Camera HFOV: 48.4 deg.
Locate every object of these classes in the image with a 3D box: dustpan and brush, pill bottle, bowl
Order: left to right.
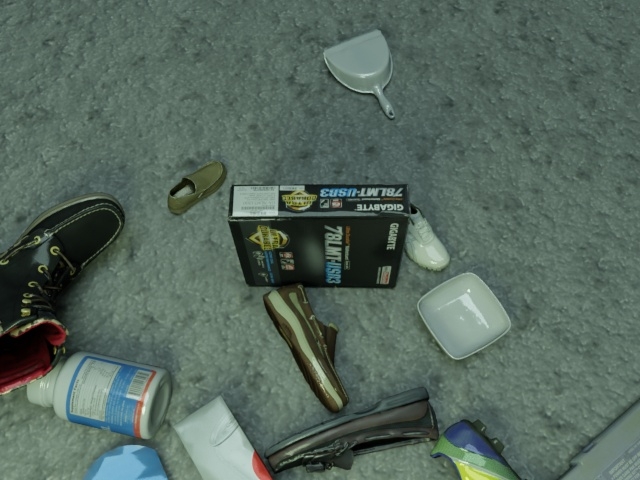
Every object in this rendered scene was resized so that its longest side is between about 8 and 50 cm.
[{"bbox_3d":[-0.382,0.261,1.234,0.221,0.124,0.124,11,65,7],"label":"pill bottle"},{"bbox_3d":[0.112,-0.357,1.567,0.147,0.060,0.211,-23,59,-8],"label":"dustpan and brush"},{"bbox_3d":[0.262,0.144,1.318,0.142,0.053,0.142,-28,67,-11],"label":"bowl"}]

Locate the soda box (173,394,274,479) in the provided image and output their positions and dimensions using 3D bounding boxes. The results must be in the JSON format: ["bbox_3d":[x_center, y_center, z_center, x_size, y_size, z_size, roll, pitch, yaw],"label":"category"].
[{"bbox_3d":[-0.129,0.406,1.177,0.098,0.091,0.286,-31,68,-13],"label":"soda box"}]

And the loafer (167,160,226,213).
[{"bbox_3d":[-0.251,-0.113,1.451,0.056,0.050,0.148,38,71,17],"label":"loafer"}]

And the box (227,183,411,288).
[{"bbox_3d":[0.000,0.000,1.258,0.293,0.295,0.073,2,64,1],"label":"box"}]

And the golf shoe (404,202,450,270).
[{"bbox_3d":[0.186,-0.018,1.380,0.069,0.086,0.176,-36,70,-17],"label":"golf shoe"}]

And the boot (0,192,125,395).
[{"bbox_3d":[-0.486,0.089,1.246,0.377,0.138,0.284,-32,37,-10],"label":"boot"}]

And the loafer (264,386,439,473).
[{"bbox_3d":[0.059,0.340,1.201,0.302,0.109,0.095,-19,70,-11],"label":"loafer"}]

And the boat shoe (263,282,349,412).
[{"bbox_3d":[-0.007,0.181,1.283,0.095,0.095,0.257,-26,66,-15],"label":"boat shoe"}]

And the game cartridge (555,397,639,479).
[{"bbox_3d":[0.587,0.388,1.194,0.355,0.068,0.230,-34,65,-14],"label":"game cartridge"}]

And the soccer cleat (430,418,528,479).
[{"bbox_3d":[0.298,0.429,1.166,0.121,0.093,0.289,-38,68,-5],"label":"soccer cleat"}]

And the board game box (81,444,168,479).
[{"bbox_3d":[-0.319,0.433,1.201,0.133,0.033,0.169,-25,71,-16],"label":"board game box"}]
